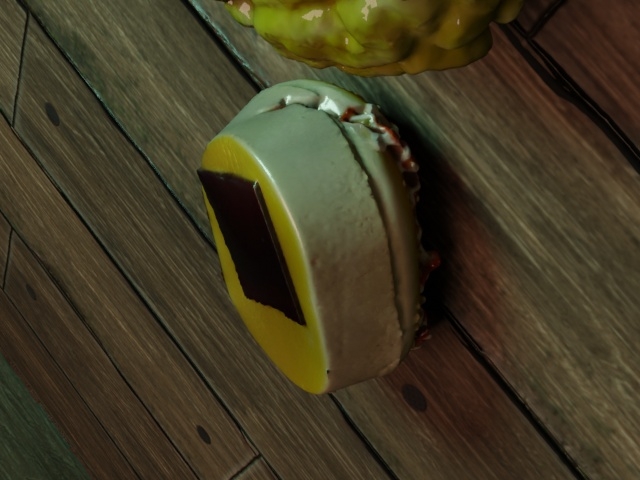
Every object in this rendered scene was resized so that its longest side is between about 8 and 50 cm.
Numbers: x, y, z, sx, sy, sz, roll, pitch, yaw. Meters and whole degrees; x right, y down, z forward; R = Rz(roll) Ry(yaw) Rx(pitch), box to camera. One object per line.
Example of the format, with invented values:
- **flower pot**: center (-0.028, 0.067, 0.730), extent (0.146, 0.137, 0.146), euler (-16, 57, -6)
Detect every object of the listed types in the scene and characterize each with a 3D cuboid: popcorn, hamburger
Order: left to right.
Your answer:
- **hamburger**: center (0.000, 0.000, 0.845), extent (0.227, 0.151, 0.295), euler (31, 143, 43)
- **popcorn**: center (0.018, -0.218, 0.569), extent (0.242, 0.234, 0.250), euler (88, 161, -73)
